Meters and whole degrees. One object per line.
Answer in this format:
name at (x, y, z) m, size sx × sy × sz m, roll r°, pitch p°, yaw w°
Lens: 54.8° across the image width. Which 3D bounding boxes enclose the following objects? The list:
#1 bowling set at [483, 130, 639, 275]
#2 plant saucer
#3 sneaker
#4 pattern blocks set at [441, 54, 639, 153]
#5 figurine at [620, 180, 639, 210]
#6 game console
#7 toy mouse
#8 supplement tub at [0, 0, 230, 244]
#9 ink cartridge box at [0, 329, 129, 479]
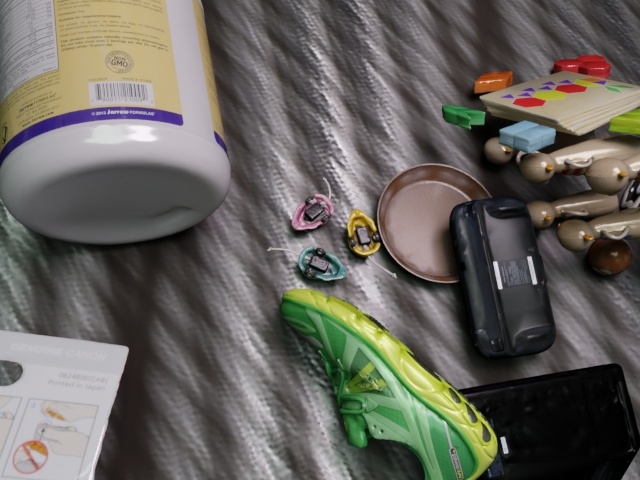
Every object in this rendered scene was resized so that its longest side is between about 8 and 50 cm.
bowling set at (0.326, -0.036, 0.774) m, size 0.154 × 0.287 × 0.200 m, roll -10°, pitch 104°, yaw -5°
plant saucer at (0.155, -0.021, 0.818) m, size 0.168 × 0.029 × 0.169 m, roll 3°, pitch 68°, yaw -6°
sneaker at (0.051, 0.161, 0.684) m, size 0.295 × 0.109 × 0.123 m, roll 40°, pitch 91°, yaw 21°
pattern blocks set at (0.324, -0.185, 0.816) m, size 0.324 × 0.026 × 0.285 m, roll -16°, pitch 31°, yaw -17°
figurine at (0.528, -0.016, 0.784) m, size 0.209 × 0.215 × 0.092 m, roll 28°, pitch 105°, yaw -2°
game console at (0.251, 0.119, 0.751) m, size 0.213 × 0.044 × 0.362 m, roll -6°, pitch 78°, yaw -11°
toy mouse at (0.000, 0.000, 0.786) m, size 0.143 × 0.031 × 0.161 m, roll -17°, pitch 72°, yaw -14°
supplement tub at (-0.242, -0.186, 0.711) m, size 0.240 × 0.241 × 0.332 m, roll -8°, pitch 70°, yaw -11°
ink cartridge box at (-0.357, 0.262, 0.528) m, size 0.307 × 0.091 × 0.385 m, roll 7°, pitch 53°, yaw -4°
